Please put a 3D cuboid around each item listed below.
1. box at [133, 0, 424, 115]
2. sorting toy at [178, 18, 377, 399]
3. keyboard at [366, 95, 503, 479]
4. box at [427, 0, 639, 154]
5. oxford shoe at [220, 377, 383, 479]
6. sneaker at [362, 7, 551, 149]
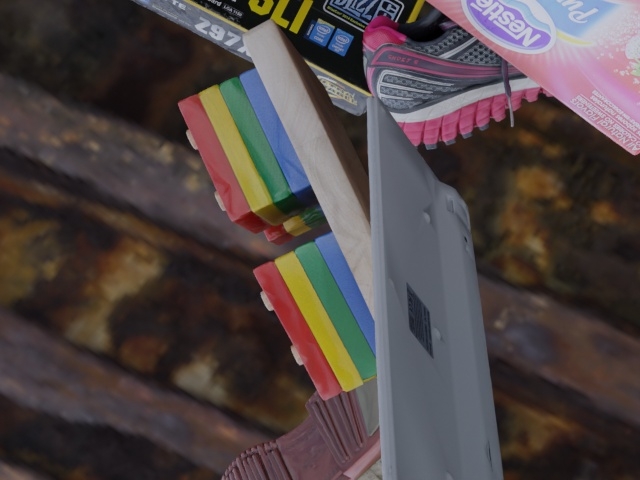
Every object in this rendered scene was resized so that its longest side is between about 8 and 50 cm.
[{"bbox_3d":[-0.037,-0.320,1.773,0.322,0.257,0.079,27,162,-4],"label":"box"},{"bbox_3d":[0.000,0.000,1.156,0.255,0.089,0.257,65,-175,8],"label":"sorting toy"},{"bbox_3d":[0.040,0.037,0.601,0.014,0.256,0.072,-33,119,21],"label":"keyboard"},{"bbox_3d":[0.152,-0.213,1.059,0.300,0.154,0.142,32,130,-25],"label":"box"},{"bbox_3d":[0.008,0.247,1.674,0.130,0.123,0.348,7,140,-44],"label":"oxford shoe"},{"bbox_3d":[0.182,-0.181,1.387,0.121,0.299,0.112,-113,0,-68],"label":"sneaker"}]
